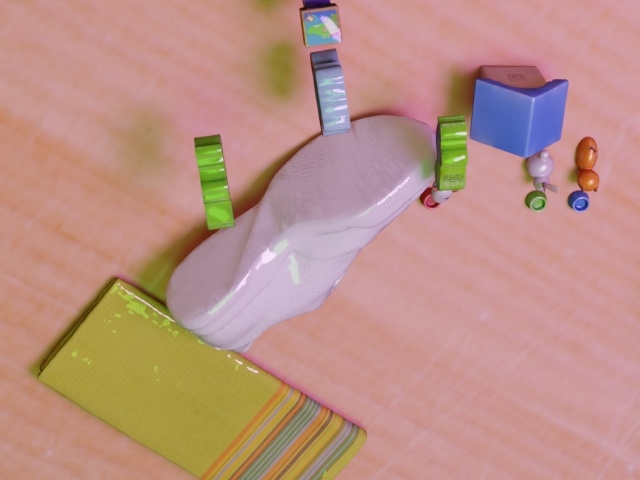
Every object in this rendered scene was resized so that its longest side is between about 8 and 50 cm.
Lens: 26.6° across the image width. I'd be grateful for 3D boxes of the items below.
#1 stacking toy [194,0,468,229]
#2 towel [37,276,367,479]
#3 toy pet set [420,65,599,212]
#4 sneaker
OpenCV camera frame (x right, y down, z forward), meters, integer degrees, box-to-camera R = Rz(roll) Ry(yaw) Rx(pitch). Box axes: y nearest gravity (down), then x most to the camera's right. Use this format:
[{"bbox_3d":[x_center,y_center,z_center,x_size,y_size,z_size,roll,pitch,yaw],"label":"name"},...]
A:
[{"bbox_3d":[-0.001,-0.125,0.820,0.166,0.052,0.221,-7,104,-2],"label":"stacking toy"},{"bbox_3d":[-0.083,0.122,0.999,0.237,0.021,0.102,35,105,-22],"label":"towel"},{"bbox_3d":[0.135,-0.055,0.895,0.122,0.065,0.114,-1,120,-7],"label":"toy pet set"},{"bbox_3d":[0.000,0.000,0.916,0.212,0.080,0.094,-36,138,10],"label":"sneaker"}]
